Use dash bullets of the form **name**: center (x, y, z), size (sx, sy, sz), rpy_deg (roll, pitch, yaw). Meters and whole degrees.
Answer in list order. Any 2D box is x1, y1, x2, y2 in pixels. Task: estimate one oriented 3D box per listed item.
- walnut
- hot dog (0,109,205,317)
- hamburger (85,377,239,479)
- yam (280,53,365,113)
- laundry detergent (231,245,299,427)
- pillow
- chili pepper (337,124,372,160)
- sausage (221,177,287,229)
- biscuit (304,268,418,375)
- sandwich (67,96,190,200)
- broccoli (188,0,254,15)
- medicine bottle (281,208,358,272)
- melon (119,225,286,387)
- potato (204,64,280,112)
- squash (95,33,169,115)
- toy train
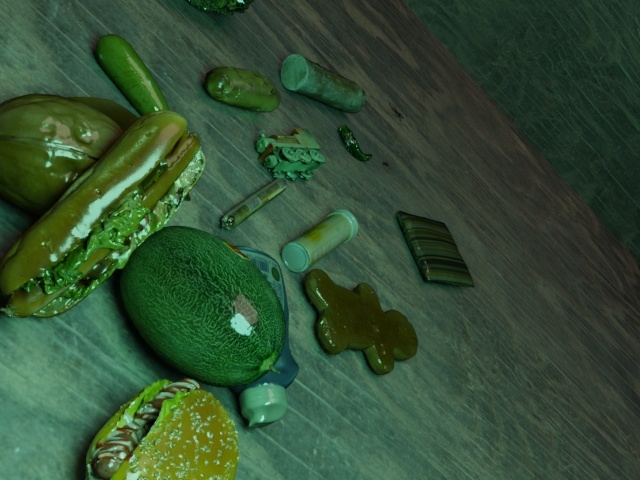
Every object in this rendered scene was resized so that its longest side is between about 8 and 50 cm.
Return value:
- **walnut**: center (-0.359, -0.112, 0.950), size (0.207, 0.167, 0.168), rpy_deg (17, 46, -40)
- **hot dog**: center (-0.270, -0.024, 0.894), size (0.100, 0.135, 0.337), rpy_deg (30, 66, 23)
- **hamburger**: center (-0.187, 0.267, 0.839), size (0.173, 0.116, 0.210), rpy_deg (54, 31, -3)
- **yam**: center (0.013, -0.401, 1.807), size (0.259, 0.093, 0.093), rpy_deg (10, 51, -49)
- **laundry detergent**: center (-0.105, 0.155, 1.096), size (0.143, 0.094, 0.290), rpy_deg (28, 41, -47)
- **pillow**: center (0.297, 0.026, 1.788), size (0.208, 0.052, 0.212), rpy_deg (12, 48, -45)
- **chili pepper**: center (0.088, -0.249, 1.806), size (0.118, 0.035, 0.055), rpy_deg (45, 48, -6)
- **sausage**: center (-0.124, -0.075, 1.348), size (0.033, 0.032, 0.269), rpy_deg (51, 31, -4)
- **biscuit**: center (0.086, 0.170, 1.367), size (0.301, 0.049, 0.197), rpy_deg (21, 48, -42)
- **sandwich**: center (-0.319, -0.143, 1.099), size (0.258, 0.094, 0.096), rpy_deg (38, 38, -25)
- **broccoli**: center (-0.235, -0.613, 1.601), size (0.176, 0.226, 0.198), rpy_deg (89, -19, -63)
- **medicine bottle**: center (0.000, 0.000, 1.405), size (0.074, 0.074, 0.218), rpy_deg (53, 33, 1)
- **melon**: center (-0.157, 0.095, 0.959), size (0.287, 0.182, 0.182), rpy_deg (41, 25, 25)
- **potato**: center (-0.170, -0.323, 1.489), size (0.188, 0.085, 0.105), rpy_deg (-1, 38, -49)
- **squash**: center (-0.334, -0.285, 1.253), size (0.201, 0.066, 0.066), rpy_deg (56, 31, -2)
- **toy train**: center (-0.069, -0.191, 1.509), size (0.175, 0.074, 0.118), rpy_deg (-6, 54, -50)
